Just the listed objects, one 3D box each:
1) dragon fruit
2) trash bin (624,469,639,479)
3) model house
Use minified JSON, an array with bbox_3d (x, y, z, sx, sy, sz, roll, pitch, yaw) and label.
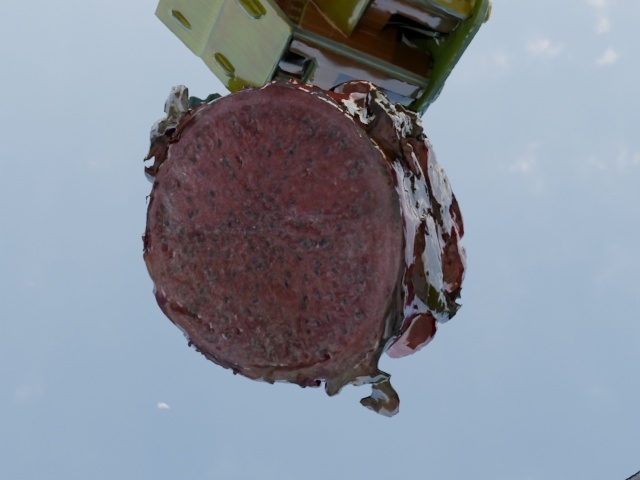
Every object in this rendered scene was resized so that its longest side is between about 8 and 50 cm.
[{"bbox_3d":[0.000,0.000,1.066,0.296,0.263,0.314,-4,-87,23],"label":"dragon fruit"},{"bbox_3d":[0.139,0.208,0.399,0.115,0.225,0.165,42,-62,-13],"label":"trash bin"},{"bbox_3d":[-0.018,-0.218,1.148,0.324,0.300,0.340,20,-125,-9],"label":"model house"}]
